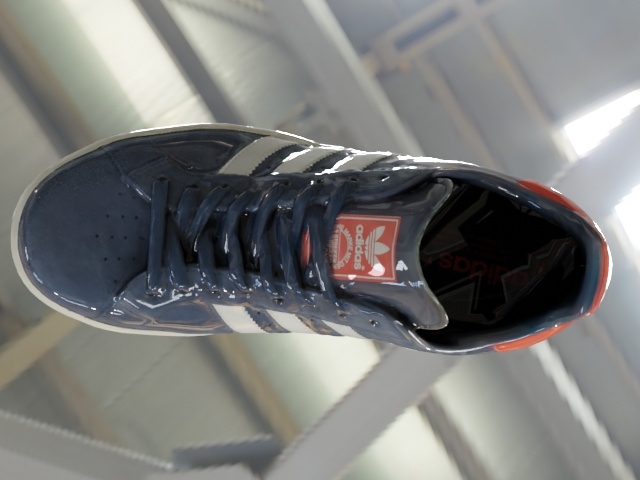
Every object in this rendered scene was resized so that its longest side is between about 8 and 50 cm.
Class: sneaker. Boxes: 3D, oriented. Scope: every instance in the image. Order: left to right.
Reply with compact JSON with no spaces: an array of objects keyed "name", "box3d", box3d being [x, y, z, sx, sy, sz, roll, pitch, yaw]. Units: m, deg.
[{"name":"sneaker","box3d":[0.000,0.000,0.991,0.350,0.148,0.131,0,-86,-9]}]
